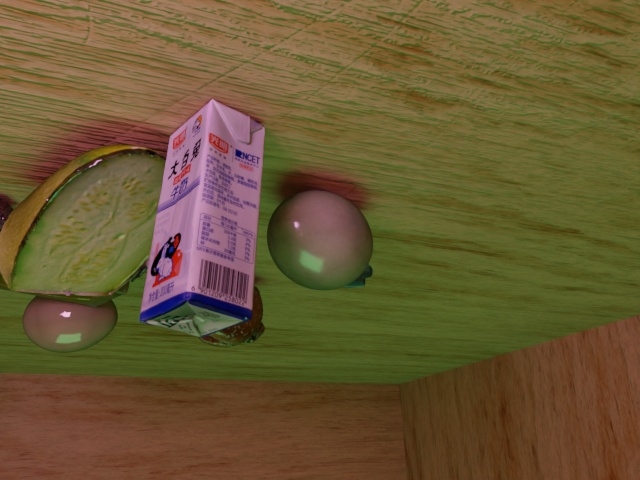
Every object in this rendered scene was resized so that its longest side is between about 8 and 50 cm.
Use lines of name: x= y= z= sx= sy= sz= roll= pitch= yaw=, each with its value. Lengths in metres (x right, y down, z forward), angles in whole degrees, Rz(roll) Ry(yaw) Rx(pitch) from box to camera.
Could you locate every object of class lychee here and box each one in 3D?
lychee: x=-0.618 y=-0.050 z=1.035 sx=0.067 sy=0.068 sz=0.083 roll=-54 pitch=159 yaw=11

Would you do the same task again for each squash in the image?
squash: x=-0.358 y=-0.032 z=0.920 sx=0.309 sy=0.210 sz=0.233 roll=-15 pitch=161 yaw=39

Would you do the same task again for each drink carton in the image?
drink carton: x=-0.163 y=-0.034 z=0.785 sx=0.106 sy=0.315 sz=0.130 roll=23 pitch=147 yaw=-39

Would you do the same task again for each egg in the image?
egg: x=-0.683 y=0.212 z=1.509 sx=0.241 sy=0.186 sz=0.186 roll=-7 pitch=158 yaw=-9
egg: x=0.000 y=0.000 z=1.045 sx=0.186 sy=0.187 sz=0.253 roll=-12 pitch=160 yaw=23

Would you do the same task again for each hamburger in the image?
hamburger: x=-0.241 y=0.191 z=1.481 sx=0.215 sy=0.189 sz=0.122 roll=23 pitch=156 yaw=-24

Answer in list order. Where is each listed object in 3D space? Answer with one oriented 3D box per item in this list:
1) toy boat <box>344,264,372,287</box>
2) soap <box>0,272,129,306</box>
toy boat: x=0.015 y=0.077 z=1.363 sx=0.215 sy=0.088 sz=0.102 roll=6 pitch=160 yaw=-21
soap: x=-0.635 y=0.075 z=1.310 sx=0.199 sy=0.091 sz=0.315 roll=-19 pitch=151 yaw=38
